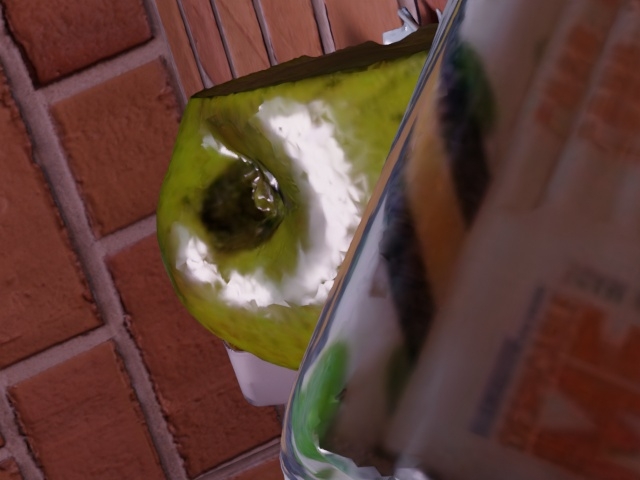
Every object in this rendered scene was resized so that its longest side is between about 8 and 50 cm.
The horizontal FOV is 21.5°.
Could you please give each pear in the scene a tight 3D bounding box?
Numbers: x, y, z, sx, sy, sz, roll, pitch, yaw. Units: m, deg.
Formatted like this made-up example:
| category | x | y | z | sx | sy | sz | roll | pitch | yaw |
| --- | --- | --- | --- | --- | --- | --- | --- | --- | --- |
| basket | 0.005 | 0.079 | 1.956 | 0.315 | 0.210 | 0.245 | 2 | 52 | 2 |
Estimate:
| category | x | y | z | sx | sy | sz | roll | pitch | yaw |
| --- | --- | --- | --- | --- | --- | --- | --- | --- | --- |
| pear | 0.065 | -0.017 | 0.799 | 0.286 | 0.282 | 0.176 | -156 | 52 | -78 |

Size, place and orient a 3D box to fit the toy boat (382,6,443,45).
| category | x | y | z | sx | sy | sz | roll | pitch | yaw |
| --- | --- | --- | --- | --- | --- | --- | --- | --- | --- |
| toy boat | 0.100 | -0.086 | 1.110 | 0.210 | 0.070 | 0.291 | 83 | 164 | -54 |

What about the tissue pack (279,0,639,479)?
| category | x | y | z | sx | sy | sz | roll | pitch | yaw |
| --- | --- | --- | --- | --- | --- | --- | --- | --- | --- |
| tissue pack | 0.095 | -0.052 | 0.487 | 0.128 | 0.311 | 0.228 | 23 | 168 | 2 |

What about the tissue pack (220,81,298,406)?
| category | x | y | z | sx | sy | sz | roll | pitch | yaw |
| --- | --- | --- | --- | --- | --- | --- | --- | --- | --- |
| tissue pack | -0.001 | 0.000 | 1.412 | 0.136 | 0.159 | 0.246 | 82 | -177 | -64 |
